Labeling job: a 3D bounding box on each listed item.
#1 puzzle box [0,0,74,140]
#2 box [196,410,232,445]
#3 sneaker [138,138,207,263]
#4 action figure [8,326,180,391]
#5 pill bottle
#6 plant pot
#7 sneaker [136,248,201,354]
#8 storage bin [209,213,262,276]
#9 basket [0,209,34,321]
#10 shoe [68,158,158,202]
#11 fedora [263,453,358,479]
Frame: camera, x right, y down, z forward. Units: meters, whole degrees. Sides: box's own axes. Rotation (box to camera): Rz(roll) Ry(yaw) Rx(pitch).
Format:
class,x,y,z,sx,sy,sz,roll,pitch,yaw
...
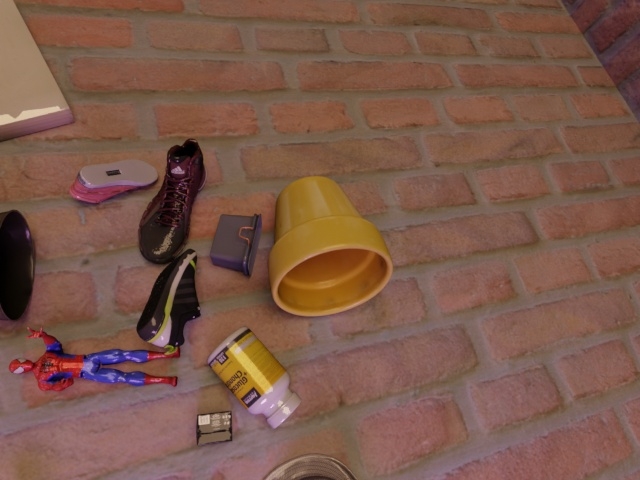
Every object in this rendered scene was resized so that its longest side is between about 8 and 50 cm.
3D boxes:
class,x,y,z,sx,sy,sz,roll,pitch,yaw
puzzle box,-0.785,-0.401,0.944,0.272,0.052,0.409,-26,75,-25
box,-0.195,0.343,0.757,0.062,0.083,0.052,0,65,-16
sneaker,-0.319,-0.102,0.882,0.106,0.162,0.282,14,62,-10
action figure,-0.401,0.215,0.730,0.280,0.139,0.092,3,64,-13
pill bottle,-0.125,0.266,0.803,0.184,0.103,0.103,46,62,8
plant pot,0.000,0.000,0.901,0.253,0.254,0.239,-3,51,-18
sneaker,-0.284,0.122,0.830,0.097,0.084,0.235,42,35,-28
storage bin,-0.188,0.002,0.919,0.090,0.098,0.135,8,63,-1
basket,-0.658,0.050,0.721,0.226,0.154,0.205,-3,72,-14
shoe,-0.455,-0.131,0.914,0.178,0.081,0.064,-22,85,-55
fedora,0.003,0.523,0.710,0.243,0.124,0.276,-6,68,-20
